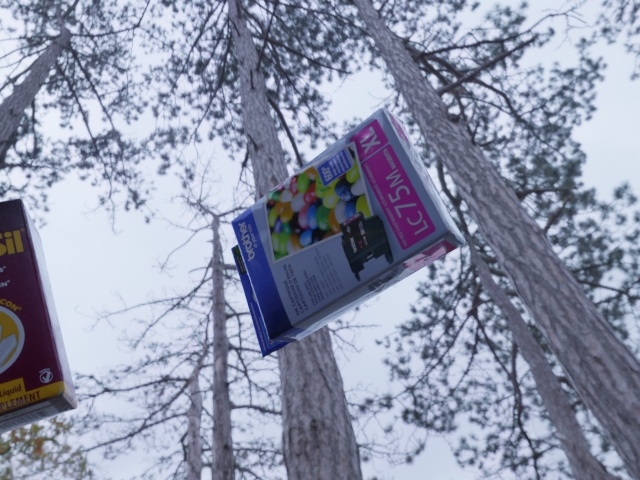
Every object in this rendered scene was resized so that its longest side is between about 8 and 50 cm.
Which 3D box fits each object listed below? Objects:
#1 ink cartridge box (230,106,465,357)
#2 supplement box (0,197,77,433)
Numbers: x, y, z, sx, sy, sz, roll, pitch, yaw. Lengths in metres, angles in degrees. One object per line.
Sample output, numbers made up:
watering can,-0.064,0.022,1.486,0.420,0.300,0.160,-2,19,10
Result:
ink cartridge box,0.000,0.000,0.647,0.311,0.185,0.065,-35,-29,25
supplement box,-0.290,0.068,0.447,0.104,0.188,0.080,-15,-21,-24
